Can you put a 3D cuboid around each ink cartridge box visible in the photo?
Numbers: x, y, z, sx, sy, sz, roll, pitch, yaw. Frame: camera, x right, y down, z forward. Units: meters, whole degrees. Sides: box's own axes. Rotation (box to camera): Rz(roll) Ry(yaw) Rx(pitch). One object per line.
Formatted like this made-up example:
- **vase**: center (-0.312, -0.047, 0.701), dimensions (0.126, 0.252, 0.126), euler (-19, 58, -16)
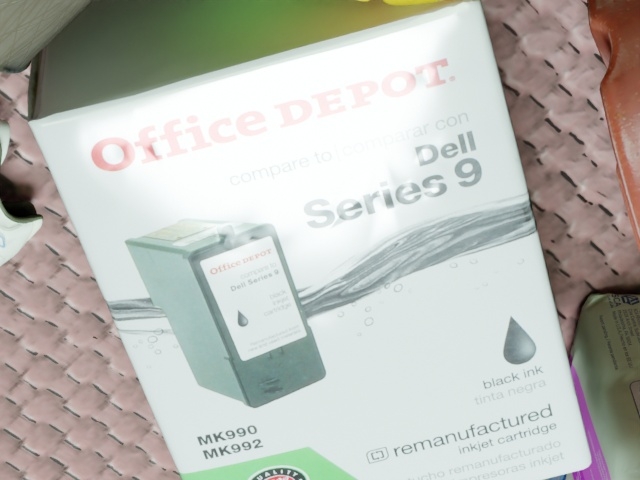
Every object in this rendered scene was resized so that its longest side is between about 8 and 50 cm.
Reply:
- **ink cartridge box**: center (0.000, 0.000, 0.845), dimensions (0.211, 0.121, 0.289), euler (-15, 125, 5)

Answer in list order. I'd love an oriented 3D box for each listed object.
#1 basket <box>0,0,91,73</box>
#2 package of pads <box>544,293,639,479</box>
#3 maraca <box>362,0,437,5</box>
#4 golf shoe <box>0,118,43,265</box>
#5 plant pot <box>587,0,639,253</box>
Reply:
- **basket**: center (-0.095, -0.206, 0.677), dimensions (0.227, 0.154, 0.204), euler (-33, 128, 13)
- **package of pads**: center (0.184, 0.213, 0.949), dimensions (0.101, 0.229, 0.296), euler (1, 126, -6)
- **maraca**: center (0.023, -0.148, 0.704), dimensions (0.186, 0.127, 0.099), euler (-4, 119, 36)
- **golf shoe**: center (-0.201, -0.053, 0.838), dimensions (0.086, 0.069, 0.176), euler (-30, 128, -9)
- **plant pot**: center (0.272, -0.064, 0.750), dimensions (0.265, 0.272, 0.272), euler (-16, 126, 18)
